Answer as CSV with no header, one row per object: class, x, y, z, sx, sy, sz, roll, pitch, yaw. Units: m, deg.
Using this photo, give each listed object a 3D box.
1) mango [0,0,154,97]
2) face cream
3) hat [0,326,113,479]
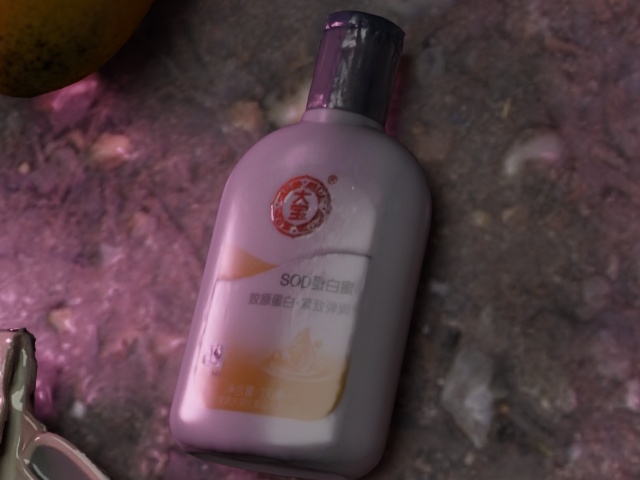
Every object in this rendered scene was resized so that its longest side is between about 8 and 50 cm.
mango,-0.225,-0.279,1.293,0.264,0.221,0.378,-25,73,7
face cream,0.000,0.000,1.169,0.144,0.071,0.291,7,73,25
hat,-0.237,0.188,1.192,0.219,0.164,0.226,-33,97,-31
